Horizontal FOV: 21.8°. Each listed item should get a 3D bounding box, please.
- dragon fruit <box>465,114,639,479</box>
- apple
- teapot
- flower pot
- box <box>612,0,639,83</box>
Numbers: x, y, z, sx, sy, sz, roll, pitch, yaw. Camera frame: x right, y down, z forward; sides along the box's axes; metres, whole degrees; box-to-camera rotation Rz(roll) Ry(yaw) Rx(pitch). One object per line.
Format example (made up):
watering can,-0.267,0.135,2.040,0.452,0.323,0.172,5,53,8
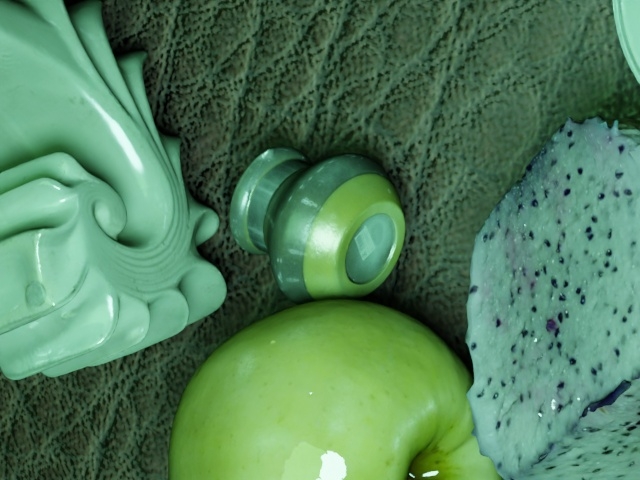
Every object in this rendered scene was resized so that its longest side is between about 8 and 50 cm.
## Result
dragon fruit,0.247,0.042,1.179,0.283,0.204,0.221,-51,43,45
apple,0.011,0.180,1.279,0.262,0.262,0.262,3,97,27
teapot,0.000,0.000,1.345,0.119,0.130,0.166,27,140,37
flower pot,-0.229,-0.076,1.371,0.164,0.254,0.367,-25,83,27
box,0.328,-0.170,1.128,0.226,0.149,0.226,3,97,27
